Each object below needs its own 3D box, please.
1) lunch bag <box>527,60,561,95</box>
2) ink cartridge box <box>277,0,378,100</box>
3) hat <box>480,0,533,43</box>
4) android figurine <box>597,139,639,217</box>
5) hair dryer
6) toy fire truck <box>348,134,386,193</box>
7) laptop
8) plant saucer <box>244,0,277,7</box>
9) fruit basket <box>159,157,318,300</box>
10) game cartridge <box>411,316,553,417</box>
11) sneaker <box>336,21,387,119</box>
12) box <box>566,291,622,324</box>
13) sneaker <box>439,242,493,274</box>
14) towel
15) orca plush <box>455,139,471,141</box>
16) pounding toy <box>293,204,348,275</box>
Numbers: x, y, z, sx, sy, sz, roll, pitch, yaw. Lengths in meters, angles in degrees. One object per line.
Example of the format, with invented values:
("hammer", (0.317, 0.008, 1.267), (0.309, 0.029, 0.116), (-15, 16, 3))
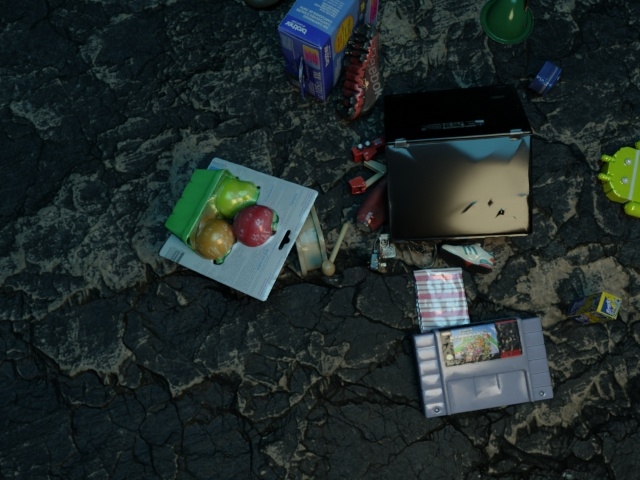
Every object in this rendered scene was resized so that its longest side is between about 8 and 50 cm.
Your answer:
("lunch bag", (0.706, -0.506, 1.624), (0.065, 0.067, 0.098), (34, 77, 6))
("ink cartridge box", (0.016, -0.608, 1.528), (0.151, 0.270, 0.395), (31, 78, 12))
("hat", (0.612, -0.754, 1.620), (0.173, 0.183, 0.208), (3, 77, 0))
("android figurine", (0.968, -0.183, 1.562), (0.273, 0.056, 0.248), (19, 77, 1))
("hair dryer", (0.208, -0.052, 1.517), (0.224, 0.080, 0.293), (-5, 79, -23))
("toy fire truck", (0.157, -0.229, 1.545), (0.192, 0.047, 0.135), (-22, 68, -6))
("laptop", (0.379, -0.229, 1.482), (0.382, 0.236, 0.408), (-3, 45, 8))
("plant saucer", (-0.186, -0.848, 1.661), (0.198, 0.036, 0.198), (-1, 87, 19))
("fruit basket", (-0.223, -0.041, 1.416), (0.353, 0.165, 0.327), (21, 77, 16))
("game cartridge", (0.436, 0.337, 1.410), (0.355, 0.068, 0.230), (-8, 90, -3))
("sneaker", (0.135, -0.496, 1.539), (0.135, 0.276, 0.097), (-10, 33, -34))
("box", (0.737, 0.186, 1.410), (0.054, 0.169, 0.059), (24, 77, 5))
("sneaker", (0.424, 0.037, 1.503), (0.161, 0.057, 0.075), (21, 61, 5))
("towel", (0.345, 0.175, 1.476), (0.144, 0.029, 0.197), (-4, 77, -3))
("orca plush", (0.467, -0.221, 1.561), (0.287, 0.102, 0.151), (48, 125, 19))
("pounding toy", (0.000, 0.000, 1.458), (0.155, 0.154, 0.269), (-14, 59, -4))
